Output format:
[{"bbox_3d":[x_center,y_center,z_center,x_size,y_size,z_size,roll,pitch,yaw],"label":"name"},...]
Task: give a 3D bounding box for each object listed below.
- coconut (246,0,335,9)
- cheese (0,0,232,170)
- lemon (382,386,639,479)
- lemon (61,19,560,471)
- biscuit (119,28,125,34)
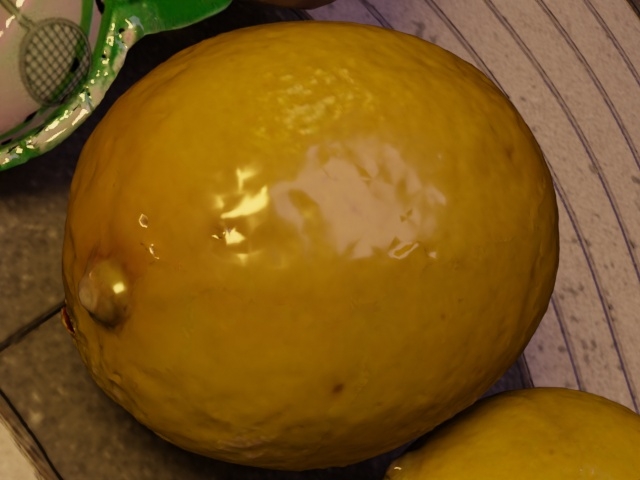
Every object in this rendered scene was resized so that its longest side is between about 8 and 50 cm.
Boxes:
[{"bbox_3d":[-0.041,-0.241,0.821,0.236,0.197,0.237,22,52,-32],"label":"coconut"},{"bbox_3d":[-0.152,-0.145,0.683,0.320,0.083,0.204,-17,96,-10],"label":"cheese"},{"bbox_3d":[0.118,0.165,0.712,0.203,0.178,0.178,33,45,-15],"label":"lemon"},{"bbox_3d":[-0.004,0.001,0.685,0.263,0.236,0.236,21,50,-41],"label":"lemon"},{"bbox_3d":[-0.140,-0.222,0.880,0.144,0.016,0.203,43,43,-9],"label":"biscuit"}]
